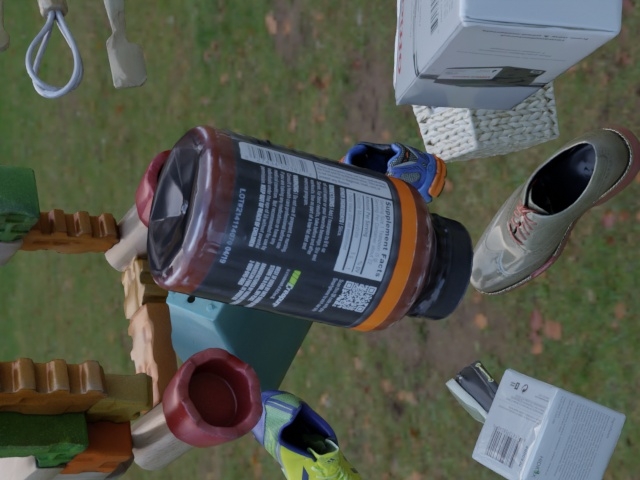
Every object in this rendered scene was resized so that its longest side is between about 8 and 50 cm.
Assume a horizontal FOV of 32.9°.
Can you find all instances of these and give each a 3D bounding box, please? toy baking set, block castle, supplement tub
[{"bbox_3d":[-0.266,-0.227,1.009,0.030,0.256,0.196,112,176,-63],"label":"toy baking set"},{"bbox_3d":[-0.282,0.050,0.922,0.213,0.453,0.303,-39,54,46],"label":"block castle"},{"bbox_3d":[-0.003,0.000,0.687,0.106,0.198,0.106,-40,43,51],"label":"supplement tub"}]

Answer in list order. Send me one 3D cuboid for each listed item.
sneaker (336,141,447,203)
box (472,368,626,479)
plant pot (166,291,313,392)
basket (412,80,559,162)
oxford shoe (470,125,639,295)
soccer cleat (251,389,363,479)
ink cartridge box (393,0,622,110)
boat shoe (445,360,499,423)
[{"bbox_3d":[0.049,-0.086,1.348,0.221,0.087,0.083,-11,57,40],"label":"sneaker"},{"bbox_3d":[0.222,0.193,1.058,0.102,0.087,0.101,-67,20,-4],"label":"box"},{"bbox_3d":[-0.142,0.111,1.670,0.165,0.165,0.234,-61,-26,-20],"label":"plant pot"},{"bbox_3d":[0.220,-0.165,1.417,0.113,0.167,0.103,-16,86,57],"label":"basket"},{"bbox_3d":[0.316,-0.043,1.611,0.123,0.130,0.348,53,125,25],"label":"oxford shoe"},{"bbox_3d":[-0.004,0.330,1.630,0.121,0.289,0.093,3,51,45],"label":"soccer cleat"},{"bbox_3d":[0.155,-0.252,0.950,0.307,0.129,0.223,145,129,-83],"label":"ink cartridge box"},{"bbox_3d":[0.286,0.270,1.632,0.228,0.069,0.081,44,172,34],"label":"boat shoe"}]
